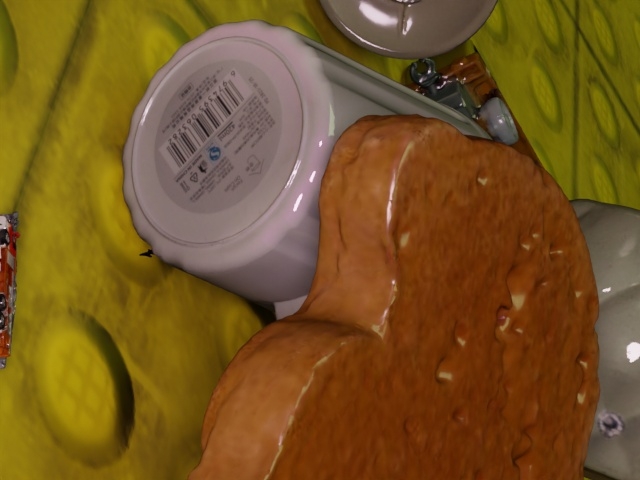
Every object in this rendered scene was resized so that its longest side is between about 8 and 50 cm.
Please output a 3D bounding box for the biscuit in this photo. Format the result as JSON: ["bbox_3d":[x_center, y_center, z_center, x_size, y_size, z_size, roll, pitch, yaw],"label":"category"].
[{"bbox_3d":[0.038,0.163,0.861,0.350,0.078,0.455,50,55,-42],"label":"biscuit"}]

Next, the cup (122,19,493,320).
[{"bbox_3d":[0.010,-0.012,0.953,0.202,0.167,0.221,23,29,-53],"label":"cup"}]

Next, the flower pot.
[{"bbox_3d":[0.232,0.087,1.255,0.246,0.246,0.195,30,79,-53],"label":"flower pot"}]

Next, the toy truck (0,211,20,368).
[{"bbox_3d":[-0.158,0.021,0.781,0.032,0.024,0.083,69,16,-63],"label":"toy truck"}]

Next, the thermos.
[{"bbox_3d":[0.081,-0.264,1.313,0.176,0.146,0.265,64,19,-17],"label":"thermos"}]

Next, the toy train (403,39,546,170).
[{"bbox_3d":[0.131,-0.076,1.340,0.219,0.089,0.127,55,20,-28],"label":"toy train"}]
